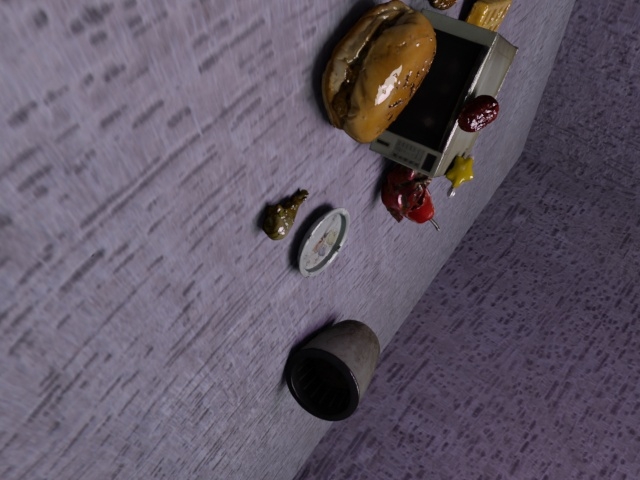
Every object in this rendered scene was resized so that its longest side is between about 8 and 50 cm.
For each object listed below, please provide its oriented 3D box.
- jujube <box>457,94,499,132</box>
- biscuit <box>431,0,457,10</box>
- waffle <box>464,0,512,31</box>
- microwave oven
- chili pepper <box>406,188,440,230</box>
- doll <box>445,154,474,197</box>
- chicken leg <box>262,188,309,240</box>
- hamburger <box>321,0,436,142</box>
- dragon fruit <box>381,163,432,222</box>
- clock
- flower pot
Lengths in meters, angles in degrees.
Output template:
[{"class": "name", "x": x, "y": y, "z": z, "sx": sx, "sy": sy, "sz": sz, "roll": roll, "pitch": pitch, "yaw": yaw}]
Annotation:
[{"class": "jujube", "x": 0.397, "y": -0.320, "z": 1.265, "sx": 0.129, "sy": 0.077, "sz": 0.077, "roll": -34, "pitch": 147, "yaw": -27}, {"class": "biscuit", "x": 0.382, "y": -0.780, "z": 1.351, "sx": 0.305, "sy": 0.038, "sz": 0.305, "roll": -45, "pitch": 153, "yaw": -31}, {"class": "waffle", "x": 0.540, "y": -0.711, "z": 1.688, "sx": 0.248, "sy": 0.055, "sz": 0.221, "roll": -37, "pitch": 159, "yaw": -41}, {"class": "microwave oven", "x": 0.338, "y": -0.413, "z": 1.435, "sx": 0.333, "sy": 0.247, "sz": 0.394, "roll": -21, "pitch": 136, "yaw": -58}, {"class": "chili pepper", "x": 0.391, "y": -0.138, "z": 2.012, "sx": 0.338, "sy": 0.131, "sz": 0.134, "roll": 30, "pitch": 65, "yaw": -63}, {"class": "doll", "x": 0.415, "y": -0.198, "z": 1.461, "sx": 0.135, "sy": 0.072, "sz": 0.113, "roll": -55, "pitch": 166, "yaw": -21}, {"class": "chicken leg", "x": -0.081, "y": -0.073, "z": 1.223, "sx": 0.178, "sy": 0.070, "sz": 0.093, "roll": -49, "pitch": 150, "yaw": -40}, {"class": "hamburger", "x": 0.137, "y": -0.385, "z": 1.171, "sx": 0.304, "sy": 0.174, "sz": 0.284, "roll": -51, "pitch": 168, "yaw": -3}, {"class": "dragon fruit", "x": 0.305, "y": -0.213, "z": 1.674, "sx": 0.262, "sy": 0.134, "sz": 0.211, "roll": -55, "pitch": -176, "yaw": -12}, {"class": "clock", "x": 0.000, "y": 0.000, "z": 1.477, "sx": 0.236, "sy": 0.053, "sz": 0.236, "roll": -42, "pitch": 149, "yaw": -32}, {"class": "flower pot", "x": 0.074, "y": 0.471, "z": 1.900, "sx": 0.330, "sy": 0.294, "sz": 0.293, "roll": -31, "pitch": 144, "yaw": -57}]
